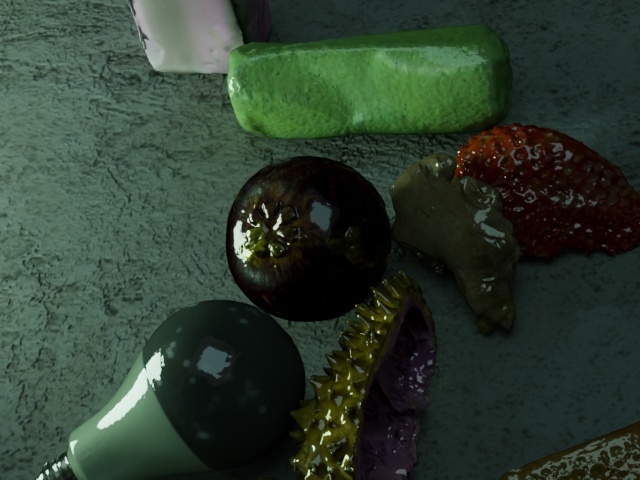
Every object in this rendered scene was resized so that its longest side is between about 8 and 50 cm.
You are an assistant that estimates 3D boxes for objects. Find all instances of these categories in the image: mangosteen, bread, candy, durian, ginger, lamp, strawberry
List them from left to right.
[{"bbox_3d":[-0.153,0.196,1.725,0.314,0.182,0.182,-43,52,20],"label":"lamp"},{"bbox_3d":[-0.160,-0.321,2.001,0.155,0.265,0.116,6,59,14],"label":"candy"},{"bbox_3d":[0.000,0.000,1.808,0.192,0.217,0.192,-3,85,30],"label":"mangosteen"},{"bbox_3d":[0.037,0.166,1.682,0.112,0.191,0.341,-1,55,27],"label":"durian"},{"bbox_3d":[0.062,-0.194,1.946,0.343,0.132,0.142,-2,34,9],"label":"candy"},{"bbox_3d":[0.165,-0.002,1.810,0.074,0.137,0.213,-5,44,-41],"label":"ginger"},{"bbox_3d":[0.258,-0.071,1.852,0.236,0.107,0.175,-8,55,3],"label":"strawberry"},{"bbox_3d":[0.324,0.256,1.628,0.271,0.077,0.139,-22,58,-5],"label":"bread"}]

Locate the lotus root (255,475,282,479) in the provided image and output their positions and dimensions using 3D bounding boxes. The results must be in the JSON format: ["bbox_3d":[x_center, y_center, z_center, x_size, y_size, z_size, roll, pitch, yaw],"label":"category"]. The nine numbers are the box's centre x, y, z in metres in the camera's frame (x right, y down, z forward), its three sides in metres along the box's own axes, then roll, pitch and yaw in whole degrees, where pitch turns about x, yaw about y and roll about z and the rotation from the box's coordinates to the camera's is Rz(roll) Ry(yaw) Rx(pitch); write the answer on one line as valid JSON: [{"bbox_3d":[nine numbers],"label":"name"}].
[{"bbox_3d":[-0.043,0.314,1.639,0.088,0.088,0.165,-20,55,-5],"label":"lotus root"}]
